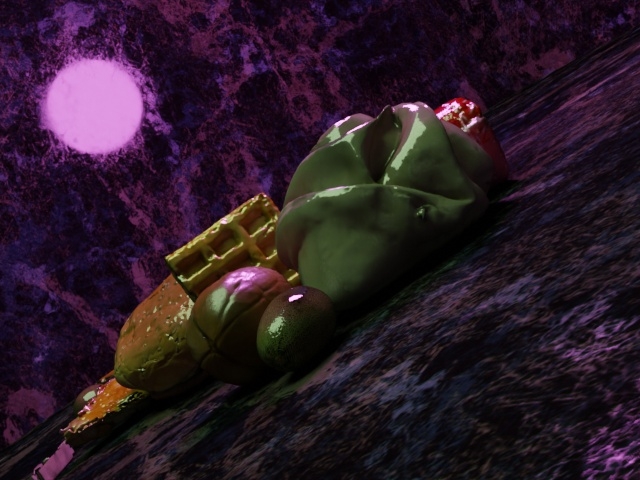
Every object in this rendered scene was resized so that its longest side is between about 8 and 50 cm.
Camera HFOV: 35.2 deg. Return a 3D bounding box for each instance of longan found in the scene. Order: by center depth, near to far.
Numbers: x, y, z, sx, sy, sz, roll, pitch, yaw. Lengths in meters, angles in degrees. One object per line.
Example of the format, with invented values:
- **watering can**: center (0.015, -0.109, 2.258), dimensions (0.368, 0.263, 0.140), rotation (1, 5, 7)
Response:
- **longan**: center (-0.478, 0.358, 2.167), dimensions (0.113, 0.092, 0.113), rotation (-43, -15, -14)

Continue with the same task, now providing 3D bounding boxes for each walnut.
- **walnut**: center (-0.108, 0.123, 1.487), dimensions (0.167, 0.167, 0.207), rotation (-32, 2, 29)

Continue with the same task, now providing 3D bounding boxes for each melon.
- **melon**: center (-0.033, 0.119, 1.356), dimensions (0.099, 0.099, 0.162), rotation (-32, 7, 28)

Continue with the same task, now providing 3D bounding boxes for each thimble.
- **thimble**: center (0.243, -0.153, 1.793), dimensions (0.125, 0.163, 0.190), rotation (-32, -39, -3)

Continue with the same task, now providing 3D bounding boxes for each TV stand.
- **TV stand**: center (-0.520, 0.435, 1.953), dimensions (0.042, 0.036, 0.249), rotation (-35, 3, 3)

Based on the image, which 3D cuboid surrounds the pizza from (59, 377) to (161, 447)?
- **pizza**: center (-0.390, 0.322, 1.986), dimensions (0.189, 0.071, 0.297), rotation (-12, 12, 23)

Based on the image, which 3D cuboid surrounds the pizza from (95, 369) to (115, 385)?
- **pizza**: center (-0.372, 0.282, 2.275), dimensions (0.289, 0.081, 0.229), rotation (-31, 1, -12)

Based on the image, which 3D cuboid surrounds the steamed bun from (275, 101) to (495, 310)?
- **steamed bun**: center (0.089, -0.073, 1.585), dimensions (0.367, 0.255, 0.342), rotation (-32, 2, -3)

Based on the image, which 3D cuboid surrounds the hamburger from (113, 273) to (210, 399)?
- **hamburger**: center (-0.269, 0.168, 1.890), dimensions (0.283, 0.144, 0.260), rotation (-44, 33, 25)

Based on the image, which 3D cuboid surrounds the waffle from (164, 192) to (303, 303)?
- **waffle**: center (-0.116, 0.065, 1.753), dimensions (0.221, 0.248, 0.055), rotation (-35, -20, -12)
